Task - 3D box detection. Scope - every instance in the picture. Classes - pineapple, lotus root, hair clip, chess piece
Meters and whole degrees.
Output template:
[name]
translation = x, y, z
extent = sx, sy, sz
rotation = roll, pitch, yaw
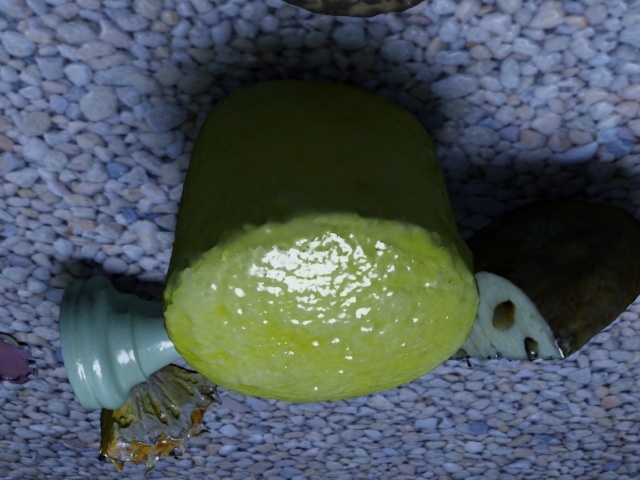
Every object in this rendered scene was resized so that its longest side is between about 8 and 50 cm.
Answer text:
[pineapple]
translation = -0.275, 0.272, 1.693
extent = 0.236, 0.186, 0.114
rotation = -19, 161, -50
[lotus root]
translation = 0.284, 0.029, 1.286
extent = 0.149, 0.260, 0.267
rotation = 61, 157, -7
[hair clip]
translation = -0.541, 0.190, 1.690
extent = 0.146, 0.056, 0.187
rotation = 0, 150, 3
[chess piece]
translation = -0.204, 0.131, 1.494
extent = 0.299, 0.194, 0.194
rotation = -8, 141, 0

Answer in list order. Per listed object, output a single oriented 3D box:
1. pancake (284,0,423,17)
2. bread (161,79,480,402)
[pancake]
translation = 0.014, -0.333, 1.003
extent = 0.288, 0.033, 0.286
rotation = 5, 140, -2
[bread]
translation = 0.000, 0.000, 1.198
extent = 0.348, 0.307, 0.348
rotation = 0, 139, 0
